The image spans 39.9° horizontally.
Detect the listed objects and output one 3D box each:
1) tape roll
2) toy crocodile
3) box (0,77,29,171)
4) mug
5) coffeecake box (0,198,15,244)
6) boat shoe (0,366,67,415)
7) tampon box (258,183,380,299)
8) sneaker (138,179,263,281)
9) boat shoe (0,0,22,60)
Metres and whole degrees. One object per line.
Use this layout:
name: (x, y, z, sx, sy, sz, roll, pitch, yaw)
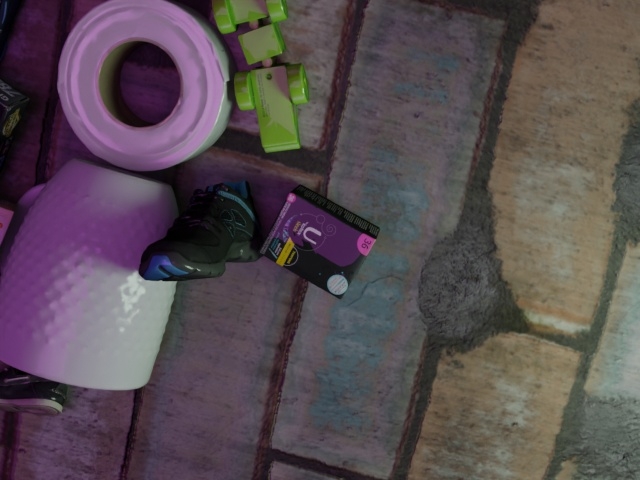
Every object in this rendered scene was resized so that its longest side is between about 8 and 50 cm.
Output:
tape roll: (-0.284, -0.260, 1.466, 0.286, 0.100, 0.286, 2, 101, 8)
toy crocodile: (-0.091, -0.312, 1.433, 0.115, 0.105, 0.341, -11, 104, 10)
box: (-0.677, -0.204, 1.512, 0.295, 0.073, 0.293, 35, 122, 0)
mug: (-0.408, 0.030, 1.477, 0.374, 0.276, 0.328, 19, 93, 35)
coffeecake box: (-0.615, 0.003, 1.476, 0.142, 0.068, 0.186, 23, 96, -21)
boat shoe: (-0.577, 0.276, 1.641, 0.233, 0.084, 0.079, 1, 63, 15)
tampon box: (0.000, 0.000, 1.473, 0.161, 0.101, 0.120, 29, 105, 2)
sneaker: (-0.189, -0.017, 1.379, 0.125, 0.341, 0.140, -2, 98, 14)
boat shoe: (-0.579, -0.378, 1.491, 0.109, 0.089, 0.258, 26, 103, 3)
